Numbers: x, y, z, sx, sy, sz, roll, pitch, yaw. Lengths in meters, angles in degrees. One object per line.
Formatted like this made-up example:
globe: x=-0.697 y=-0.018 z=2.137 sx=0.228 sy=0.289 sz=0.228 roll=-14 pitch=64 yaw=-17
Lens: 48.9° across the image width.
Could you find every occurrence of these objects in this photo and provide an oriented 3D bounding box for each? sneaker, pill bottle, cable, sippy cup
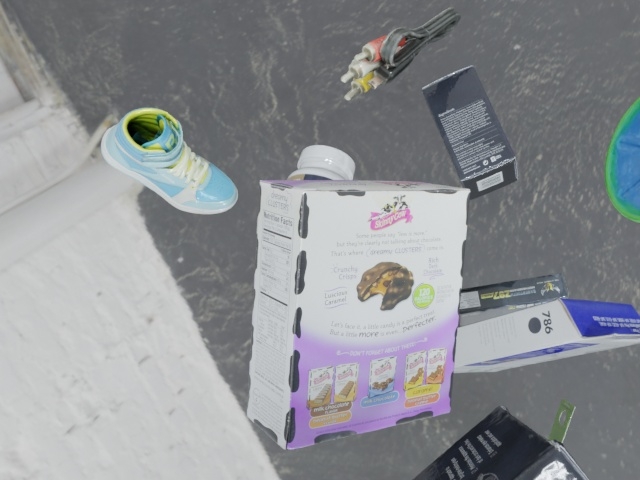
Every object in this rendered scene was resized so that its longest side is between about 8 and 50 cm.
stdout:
sneaker: x=-0.297 y=-0.163 z=1.485 sx=0.318 sy=0.127 sz=0.208 roll=25 pitch=159 yaw=-20
pill bottle: x=-0.014 y=-0.059 z=1.486 sx=0.153 sy=0.265 sz=0.153 roll=12 pitch=156 yaw=6
cable: x=0.148 y=-0.351 z=1.206 sx=0.072 sy=0.287 sz=0.139 roll=39 pitch=153 yaw=10
sippy cup: x=0.616 y=-0.115 z=1.104 sx=0.224 sy=0.240 sz=0.306 roll=13 pitch=106 yaw=-20

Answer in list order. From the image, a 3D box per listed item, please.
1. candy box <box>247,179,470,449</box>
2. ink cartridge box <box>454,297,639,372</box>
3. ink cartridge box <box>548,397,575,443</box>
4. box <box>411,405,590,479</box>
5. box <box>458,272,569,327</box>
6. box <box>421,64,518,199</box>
candy box: x=0.032 y=0.050 z=0.571 sx=0.070 sy=0.164 sz=0.196 roll=18 pitch=106 yaw=56
ink cartridge box: x=0.316 y=0.136 z=1.001 sx=0.332 sy=0.165 sz=0.065 roll=-25 pitch=64 yaw=50
ink cartridge box: x=0.437 y=0.444 z=1.486 sx=0.097 sy=0.189 sz=0.255 roll=21 pitch=87 yaw=14
box: x=0.089 y=0.189 z=0.408 sx=0.158 sy=0.156 sz=0.093 roll=-39 pitch=82 yaw=0
box: x=0.405 y=0.149 z=1.519 sx=0.232 sy=0.059 sz=0.183 roll=-9 pitch=152 yaw=8
box: x=0.289 y=-0.203 z=1.357 sx=0.108 sy=0.153 sz=0.207 roll=-23 pitch=74 yaw=12
